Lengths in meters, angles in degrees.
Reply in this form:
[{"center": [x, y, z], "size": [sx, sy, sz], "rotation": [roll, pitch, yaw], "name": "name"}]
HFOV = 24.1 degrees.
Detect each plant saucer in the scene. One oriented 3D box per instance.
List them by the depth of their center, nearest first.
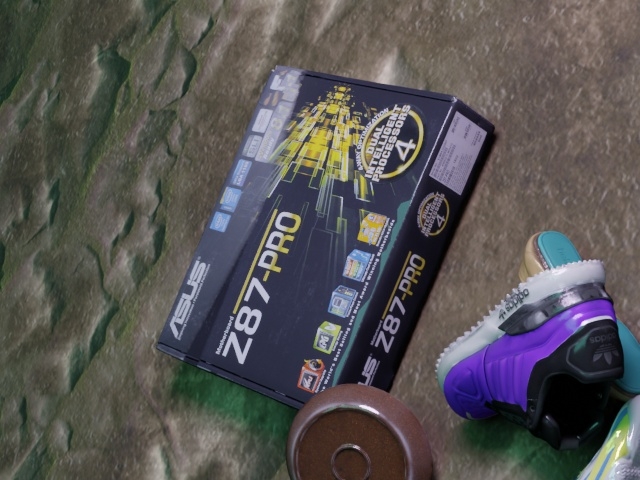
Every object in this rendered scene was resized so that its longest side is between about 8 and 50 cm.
[{"center": [0.036, 0.239, 1.610], "size": [0.168, 0.029, 0.168], "rotation": [3, 99, 20], "name": "plant saucer"}]

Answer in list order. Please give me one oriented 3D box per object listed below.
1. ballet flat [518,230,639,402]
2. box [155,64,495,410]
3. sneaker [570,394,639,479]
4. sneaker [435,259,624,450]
[{"center": [0.267, 0.091, 1.530], "size": [0.232, 0.080, 0.073], "rotation": [-111, 35, -41], "name": "ballet flat"}, {"center": [0.000, 0.000, 1.791], "size": [0.318, 0.097, 0.395], "rotation": [17, 82, 47], "name": "box"}, {"center": [0.246, 0.253, 1.431], "size": [0.126, 0.091, 0.240], "rotation": [11, 78, 46], "name": "sneaker"}, {"center": [0.205, 0.144, 1.457], "size": [0.293, 0.102, 0.146], "rotation": [121, 134, -58], "name": "sneaker"}]
